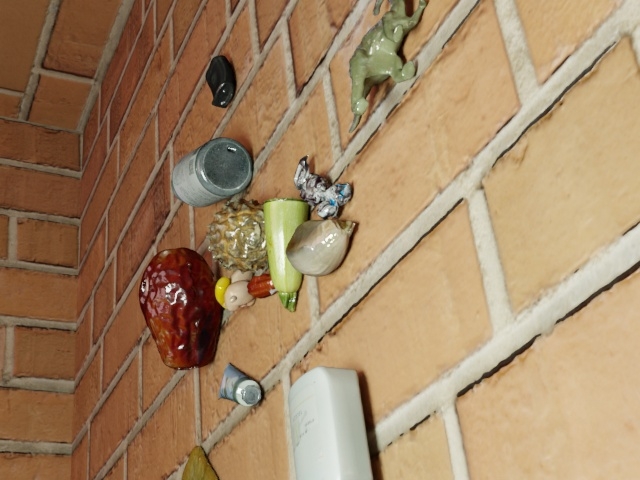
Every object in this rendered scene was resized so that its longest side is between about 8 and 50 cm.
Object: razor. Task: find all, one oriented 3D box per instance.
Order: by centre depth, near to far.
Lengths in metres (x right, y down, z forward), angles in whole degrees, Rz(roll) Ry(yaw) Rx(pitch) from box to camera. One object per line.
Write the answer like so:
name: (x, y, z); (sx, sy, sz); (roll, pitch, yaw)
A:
razor: (-0.257, -0.412, 2.448); (0.090, 0.054, 0.148); (-64, 30, 34)

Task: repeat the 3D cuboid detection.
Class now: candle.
candle: (-0.112, 0.094, 1.963); (0.162, 0.048, 0.053); (-19, 95, 62)

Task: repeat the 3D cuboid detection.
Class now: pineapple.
pineapple: (-0.165, -0.013, 1.988); (0.193, 0.166, 0.166); (-149, 70, -67)

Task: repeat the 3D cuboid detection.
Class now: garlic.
garlic: (-0.007, 0.014, 1.719); (0.195, 0.087, 0.101); (-19, 52, 66)

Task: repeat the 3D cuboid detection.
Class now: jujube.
jujube: (-0.335, 0.163, 2.261); (0.197, 0.197, 0.290); (176, 87, -65)

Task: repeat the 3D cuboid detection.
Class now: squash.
squash: (-0.065, 0.030, 1.861); (0.094, 0.094, 0.224); (172, 96, -65)

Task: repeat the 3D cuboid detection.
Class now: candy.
candy: (-0.002, -0.100, 1.791); (0.094, 0.051, 0.226); (-67, 28, 7)

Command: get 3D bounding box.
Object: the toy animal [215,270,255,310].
toy animal: (-0.172, 0.117, 2.072); (0.082, 0.114, 0.091); (18, 126, 33)

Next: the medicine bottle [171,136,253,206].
medicine bottle: (-0.278, -0.158, 2.301); (0.293, 0.141, 0.141); (-13, 70, 64)

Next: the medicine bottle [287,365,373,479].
medicine bottle: (0.020, 0.362, 1.510); (0.161, 0.111, 0.296); (125, 147, -46)

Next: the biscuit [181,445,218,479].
biscuit: (-0.274, 0.568, 2.184); (0.247, 0.029, 0.118); (39, 111, 63)

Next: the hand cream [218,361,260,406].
hand cream: (-0.180, 0.321, 2.046); (0.256, 0.055, 0.088); (177, 105, -72)

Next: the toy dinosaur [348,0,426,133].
toy dinosaur: (0.105, -0.321, 1.601); (0.294, 0.077, 0.162); (-63, 22, 5)
